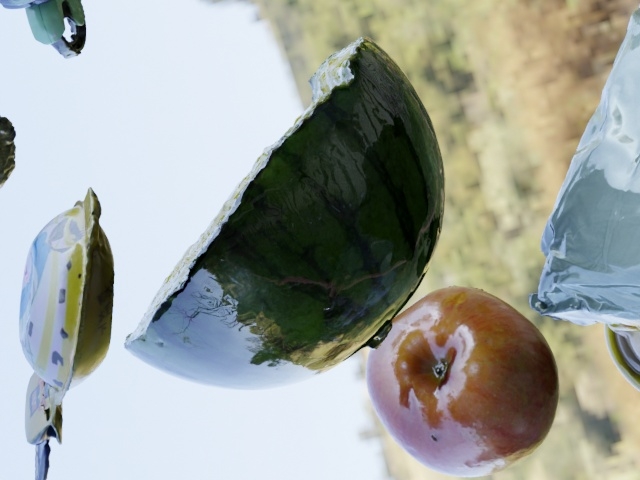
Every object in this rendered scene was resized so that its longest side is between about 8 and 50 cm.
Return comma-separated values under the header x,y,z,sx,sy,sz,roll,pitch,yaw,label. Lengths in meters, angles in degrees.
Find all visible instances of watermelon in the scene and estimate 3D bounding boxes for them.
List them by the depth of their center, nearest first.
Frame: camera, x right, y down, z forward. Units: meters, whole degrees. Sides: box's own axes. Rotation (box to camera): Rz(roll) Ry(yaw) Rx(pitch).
x,y,z,sx,sy,sz,roll,pitch,yaw,label
0.000,0.000,1.619,0.189,0.331,0.331,32,-158,-8,watermelon

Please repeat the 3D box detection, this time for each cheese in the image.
x,y,z,sx,sy,sz,roll,pitch,yaw,label
-0.193,0.076,1.457,0.156,0.064,0.250,-102,22,-53,cheese

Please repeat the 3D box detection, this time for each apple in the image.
x,y,z,sx,sy,sz,roll,pitch,yaw,label
0.151,0.149,2.105,0.164,0.209,0.209,25,-132,-53,apple

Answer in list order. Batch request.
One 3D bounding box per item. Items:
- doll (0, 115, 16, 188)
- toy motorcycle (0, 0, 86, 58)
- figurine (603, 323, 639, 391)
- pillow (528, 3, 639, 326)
x,y,z,sx,sy,sz,roll,pitch,yaw,label
-0.415,-0.081,1.773,0.202,0.286,0.091,105,150,-54,doll
-0.312,-0.354,2.039,0.196,0.125,0.331,10,-114,-78,toy motorcycle
0.402,0.087,2.083,0.344,0.215,0.187,40,-110,-74,figurine
0.316,-0.057,1.539,0.138,0.310,0.283,22,-99,-39,pillow
